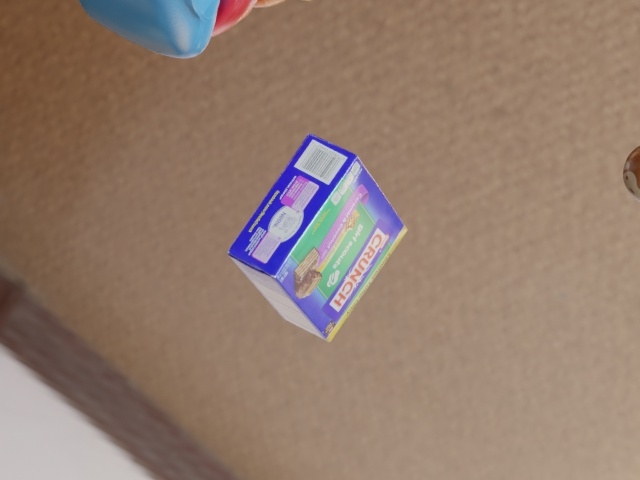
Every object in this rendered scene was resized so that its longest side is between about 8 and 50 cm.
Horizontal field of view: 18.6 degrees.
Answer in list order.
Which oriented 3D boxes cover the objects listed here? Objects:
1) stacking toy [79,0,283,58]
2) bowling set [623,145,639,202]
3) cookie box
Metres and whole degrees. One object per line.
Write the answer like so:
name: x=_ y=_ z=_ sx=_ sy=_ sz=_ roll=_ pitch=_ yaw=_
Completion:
stacking toy: x=0.014 y=-0.204 z=1.124 sx=0.166 sy=0.302 sz=0.175 roll=27 pitch=118 yaw=54
bowling set: x=0.342 y=-0.061 z=1.554 sx=0.200 sy=0.154 sz=0.287 roll=-38 pitch=103 yaw=18
cookie box: x=0.000 y=0.000 z=1.197 sx=0.040 sy=0.092 sz=0.107 roll=29 pitch=168 yaw=28
